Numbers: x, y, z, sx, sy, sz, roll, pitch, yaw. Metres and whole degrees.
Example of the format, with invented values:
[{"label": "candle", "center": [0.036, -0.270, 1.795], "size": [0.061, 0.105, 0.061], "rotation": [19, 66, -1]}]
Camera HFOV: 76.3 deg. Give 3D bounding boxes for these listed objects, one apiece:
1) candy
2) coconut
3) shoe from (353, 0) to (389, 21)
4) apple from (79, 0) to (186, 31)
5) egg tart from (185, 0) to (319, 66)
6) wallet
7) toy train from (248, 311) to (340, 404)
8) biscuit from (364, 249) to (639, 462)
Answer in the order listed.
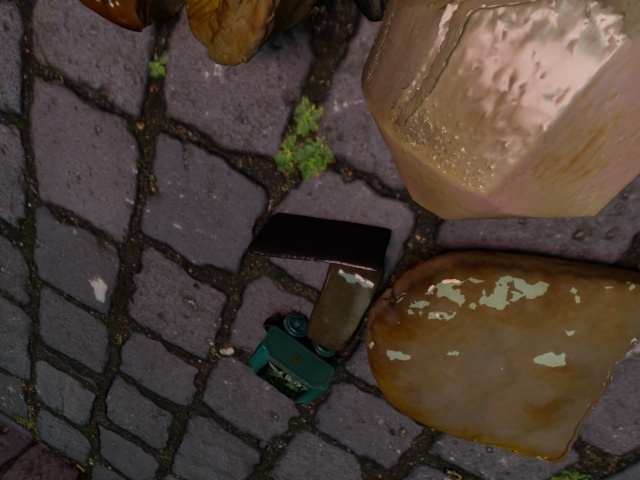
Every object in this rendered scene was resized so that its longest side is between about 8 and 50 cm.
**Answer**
[{"label": "candy", "center": [0.048, 0.118, 0.809], "size": [0.104, 0.102, 0.234], "rotation": [24, 121, 7]}, {"label": "coconut", "center": [0.218, -0.177, 0.461], "size": [0.353, 0.352, 0.352], "rotation": [9, 120, 16]}, {"label": "shoe", "center": [0.099, -0.452, 0.478], "size": [0.171, 0.132, 0.336], "rotation": [-15, 133, -5]}, {"label": "apple", "center": [-0.297, -0.409, 0.619], "size": [0.147, 0.158, 0.156], "rotation": [37, 128, 1]}, {"label": "egg tart", "center": [-0.073, -0.385, 0.506], "size": [0.352, 0.150, 0.351], "rotation": [12, 104, 60]}, {"label": "wallet", "center": [0.000, -0.001, 0.748], "size": [0.244, 0.124, 0.025], "rotation": [9, 127, 16]}, {"label": "toy train", "center": [-0.056, 0.255, 0.893], "size": [0.198, 0.154, 0.107], "rotation": [36, 127, -2]}, {"label": "biscuit", "center": [0.305, 0.214, 0.762], "size": [0.446, 0.104, 0.429], "rotation": [7, 119, 14]}]
